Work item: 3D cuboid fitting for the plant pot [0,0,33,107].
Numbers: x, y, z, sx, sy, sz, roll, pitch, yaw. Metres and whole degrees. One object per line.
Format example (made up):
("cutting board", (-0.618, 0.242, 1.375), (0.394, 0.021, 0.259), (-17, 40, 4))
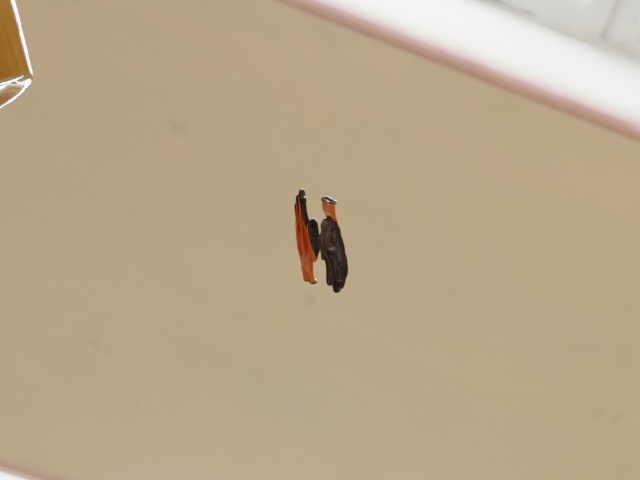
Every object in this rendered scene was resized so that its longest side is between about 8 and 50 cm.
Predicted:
("plant pot", (-0.365, -0.206, 1.730), (0.205, 0.188, 0.205), (-27, 177, -2))

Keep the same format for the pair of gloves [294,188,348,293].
("pair of gloves", (0.000, 0.000, 1.410), (0.083, 0.010, 0.074), (-163, -116, -64))
